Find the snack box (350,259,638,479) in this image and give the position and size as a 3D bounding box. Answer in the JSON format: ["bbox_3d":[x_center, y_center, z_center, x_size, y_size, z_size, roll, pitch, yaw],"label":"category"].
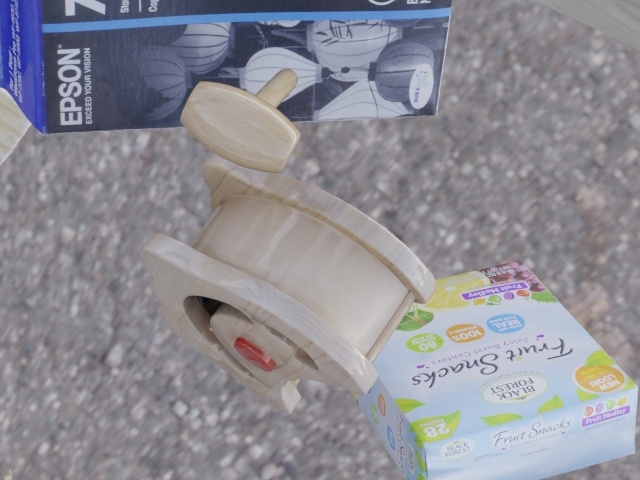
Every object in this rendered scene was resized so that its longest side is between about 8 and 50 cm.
[{"bbox_3d":[0.122,0.105,1.250,0.175,0.070,0.207,-13,32,-15],"label":"snack box"}]

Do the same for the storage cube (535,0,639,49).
[{"bbox_3d":[0.134,-0.206,0.715,0.215,0.184,0.193,29,94,21],"label":"storage cube"}]

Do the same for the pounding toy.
[{"bbox_3d":[0.000,0.000,0.943,0.154,0.269,0.155,31,73,11],"label":"pounding toy"}]

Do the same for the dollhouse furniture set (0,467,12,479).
[{"bbox_3d":[-0.308,0.232,1.094,0.212,0.161,0.242,-7,36,-10],"label":"dollhouse furniture set"}]

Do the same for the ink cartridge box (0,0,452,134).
[{"bbox_3d":[-0.082,-0.151,1.013,0.333,0.165,0.065,-4,41,-9],"label":"ink cartridge box"}]

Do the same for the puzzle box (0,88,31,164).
[{"bbox_3d":[-0.405,-0.211,1.235,0.409,0.272,0.052,36,93,-17],"label":"puzzle box"}]
